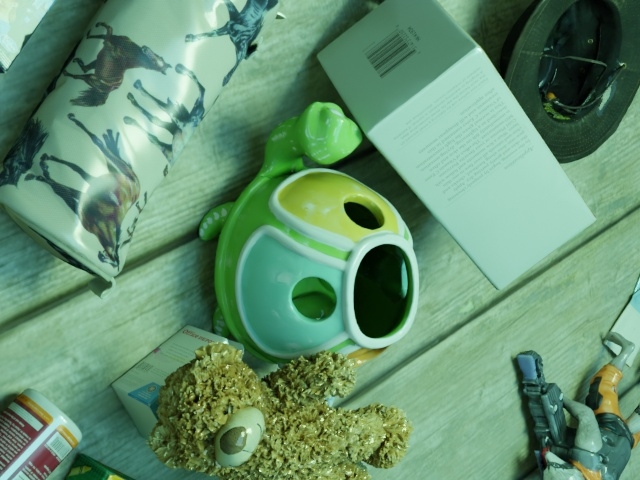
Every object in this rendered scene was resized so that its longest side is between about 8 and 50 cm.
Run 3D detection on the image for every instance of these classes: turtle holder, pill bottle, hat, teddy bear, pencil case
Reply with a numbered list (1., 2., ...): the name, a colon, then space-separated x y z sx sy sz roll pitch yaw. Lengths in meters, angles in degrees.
1. turtle holder: 0.012 0.011 1.293 0.243 0.227 0.320 21 85 -40
2. pill bottle: -0.340 0.242 1.138 0.152 0.086 0.086 -48 125 -22
3. hat: 0.365 -0.290 1.592 0.331 0.134 0.331 -17 125 -25
4. teddy bear: -0.034 0.238 1.225 0.245 0.113 0.338 -31 135 12
5. pencil case: -0.193 -0.151 1.137 0.184 0.160 0.410 35 75 -23

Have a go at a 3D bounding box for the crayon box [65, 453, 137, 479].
1. crayon box: -0.214 0.392 1.274 0.278 0.081 0.165 38 74 -38

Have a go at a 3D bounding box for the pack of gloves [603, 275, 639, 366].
1. pack of gloves: 0.628 0.149 1.965 0.195 0.046 0.232 39 73 -22

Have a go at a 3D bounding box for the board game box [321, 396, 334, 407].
1. board game box: -0.015 0.200 1.443 0.090 0.020 0.090 21 86 -40

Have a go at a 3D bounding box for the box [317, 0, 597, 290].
1. box: 0.180 -0.133 1.372 0.168 0.215 0.345 -37 129 9

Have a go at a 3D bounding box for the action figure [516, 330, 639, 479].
1. action figure: 0.464 0.301 1.764 0.330 0.179 0.341 -45 123 -32

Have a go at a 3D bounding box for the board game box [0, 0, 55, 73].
1. board game box: -0.323 -0.306 1.065 0.194 0.060 0.194 -49 125 -23

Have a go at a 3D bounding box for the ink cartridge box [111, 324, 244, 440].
1. ink cartridge box: -0.159 0.175 1.271 0.143 0.092 0.089 -38 121 -27
